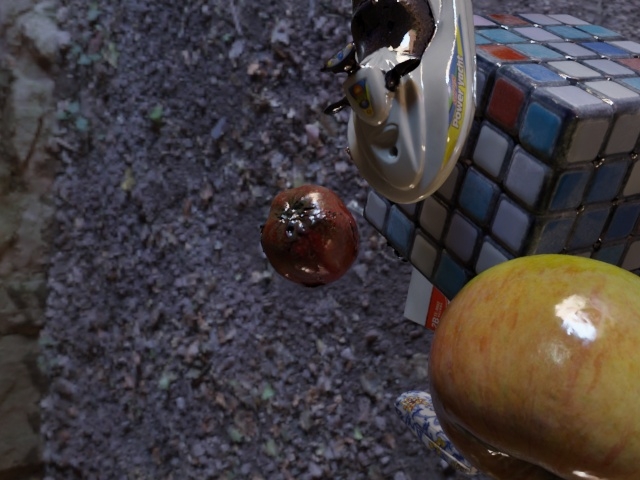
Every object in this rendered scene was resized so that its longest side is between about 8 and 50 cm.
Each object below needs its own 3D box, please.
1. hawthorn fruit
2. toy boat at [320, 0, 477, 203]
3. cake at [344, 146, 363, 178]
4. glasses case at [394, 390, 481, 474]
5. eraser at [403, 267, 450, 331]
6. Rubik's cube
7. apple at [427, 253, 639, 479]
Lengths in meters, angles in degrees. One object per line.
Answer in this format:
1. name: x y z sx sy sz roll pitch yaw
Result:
1. hawthorn fruit: 0.000 0.000 1.399 0.181 0.235 0.181 -12 66 27
2. toy boat: 0.072 -0.172 0.704 0.140 0.140 0.270 -29 41 46
3. cake: 0.163 -0.129 1.620 0.116 0.295 0.113 37 94 40
4. glasses case: 0.233 0.362 1.459 0.248 0.086 0.065 33 127 54
5. eraser: 0.274 0.119 1.477 0.230 0.038 0.157 24 115 35
6. Rubik's cube: 0.258 -0.095 0.921 0.292 0.286 0.293 44 135 46
7. apple: 0.217 0.124 0.659 0.260 0.261 0.194 -5 49 48
